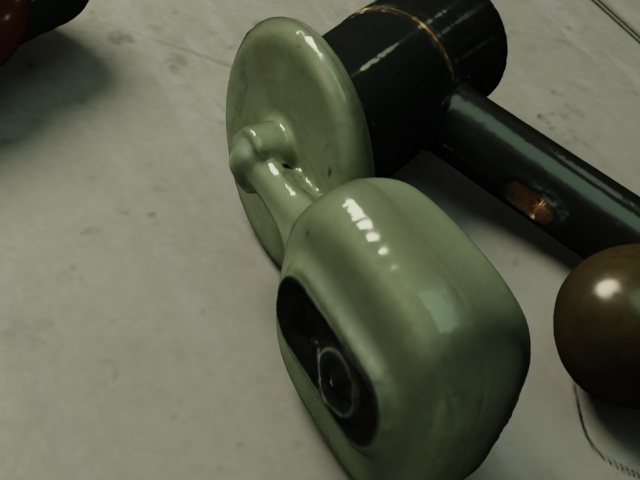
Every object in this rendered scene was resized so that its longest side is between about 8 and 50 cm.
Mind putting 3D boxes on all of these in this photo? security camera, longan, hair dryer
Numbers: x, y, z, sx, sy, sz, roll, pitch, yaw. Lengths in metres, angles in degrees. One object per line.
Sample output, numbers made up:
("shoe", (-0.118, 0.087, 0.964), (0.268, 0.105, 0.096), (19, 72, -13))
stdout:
("security camera", (0.000, 0.000, 0.661), (0.080, 0.157, 0.301), (-14, 49, -25))
("longan", (0.187, 0.055, 0.697), (0.113, 0.092, 0.113), (24, 40, -22))
("hair dryer", (0.135, -0.033, 0.789), (0.352, 0.107, 0.189), (36, 47, 17))

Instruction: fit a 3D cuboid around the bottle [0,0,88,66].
("bottle", (-0.292, -0.148, 0.761), (0.144, 0.144, 0.336), (34, 43, 22))
